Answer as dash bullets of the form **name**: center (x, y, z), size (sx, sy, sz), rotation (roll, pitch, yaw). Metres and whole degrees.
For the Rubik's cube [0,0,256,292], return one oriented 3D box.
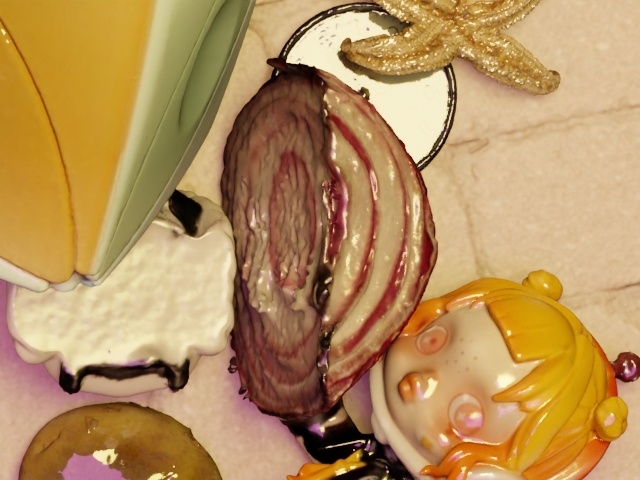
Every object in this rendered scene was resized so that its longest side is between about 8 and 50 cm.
- **Rubik's cube**: center (-0.251, -0.209, 1.327), size (0.352, 0.351, 0.347), rotation (20, 122, 3)

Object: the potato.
- **potato**: center (-0.193, 0.243, 1.544), size (0.200, 0.081, 0.164), rotation (17, 94, 1)

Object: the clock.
- **clock**: center (0.041, -0.138, 1.541), size (0.185, 0.040, 0.184), rotation (0, 93, 0)

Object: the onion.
- **onion**: center (0.000, 0.000, 1.457), size (0.146, 0.280, 0.314), rotation (-2, 87, -23)

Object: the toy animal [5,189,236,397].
- **toy animal**: center (-0.190, 0.040, 1.493), size (0.208, 0.156, 0.204), rotation (-1, 94, -14)

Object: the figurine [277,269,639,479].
- **figurine**: center (0.133, 0.162, 1.481), size (0.323, 0.196, 0.320), rotation (-31, 53, 12)

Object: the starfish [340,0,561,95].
- **starfish**: center (0.132, -0.215, 1.498), size (0.238, 0.071, 0.216), rotation (43, 82, -10)
